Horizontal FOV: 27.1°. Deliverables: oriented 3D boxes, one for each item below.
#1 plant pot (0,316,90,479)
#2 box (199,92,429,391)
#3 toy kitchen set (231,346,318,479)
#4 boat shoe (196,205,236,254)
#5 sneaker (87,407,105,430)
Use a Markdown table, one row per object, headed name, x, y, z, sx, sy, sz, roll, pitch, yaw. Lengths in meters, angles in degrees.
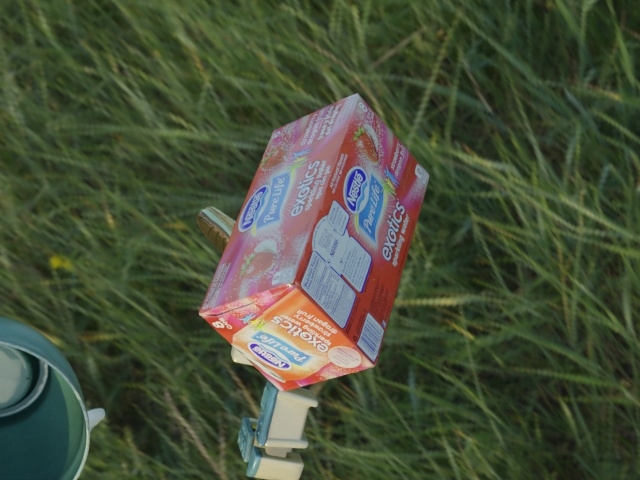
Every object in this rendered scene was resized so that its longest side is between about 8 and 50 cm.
| name | x | y | z | sx | sy | sz | roll | pitch | yaw |
| --- | --- | --- | --- | --- | --- | --- | --- | --- | --- |
| plant pot | -0.464 | 0.222 | 1.838 | 0.293 | 0.293 | 0.196 | -36 | 23 | 8 |
| box | 0.000 | 0.000 | 1.277 | 0.122 | 0.128 | 0.257 | -19 | 37 | 36 |
| toy kitchen set | -0.077 | 0.200 | 1.764 | 0.166 | 0.122 | 0.207 | -133 | 56 | -77 |
| boat shoe | -0.111 | 0.006 | 2.108 | 0.072 | 0.190 | 0.068 | -49 | 10 | -21 |
| sneaker | -0.403 | 0.323 | 2.132 | 0.152 | 0.053 | 0.061 | -34 | 89 | -32 |
